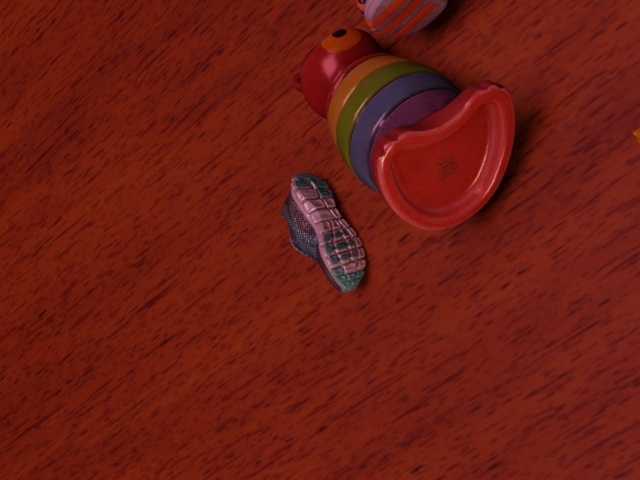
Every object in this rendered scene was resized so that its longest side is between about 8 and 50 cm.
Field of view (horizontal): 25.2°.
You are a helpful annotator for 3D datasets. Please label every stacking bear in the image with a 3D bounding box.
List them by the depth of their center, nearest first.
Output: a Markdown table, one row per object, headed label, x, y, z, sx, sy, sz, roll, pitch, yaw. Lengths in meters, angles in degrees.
| label | x | y | z | sx | sy | sz | roll | pitch | yaw |
| --- | --- | --- | --- | --- | --- | --- | --- | --- | --- |
| stacking bear | 0.075 | -0.150 | 1.654 | 0.289 | 0.175 | 0.164 | 47 | 161 | 45 |

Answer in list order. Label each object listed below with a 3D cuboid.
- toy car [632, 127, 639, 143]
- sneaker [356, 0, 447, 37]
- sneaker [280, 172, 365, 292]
| label | x | y | z | sx | sy | sz | roll | pitch | yaw |
| --- | --- | --- | --- | --- | --- | --- | --- | --- | --- |
| toy car | 0.387 | -0.105 | 1.472 | 0.122 | 0.060 | 0.040 | 15 | 142 | 56 |
| sneaker | 0.144 | -0.392 | 1.622 | 0.321 | 0.124 | 0.180 | -36 | 53 | 26 |
| sneaker | 0.000 | 0.000 | 1.777 | 0.076 | 0.065 | 0.166 | -53 | 52 | 45 |
